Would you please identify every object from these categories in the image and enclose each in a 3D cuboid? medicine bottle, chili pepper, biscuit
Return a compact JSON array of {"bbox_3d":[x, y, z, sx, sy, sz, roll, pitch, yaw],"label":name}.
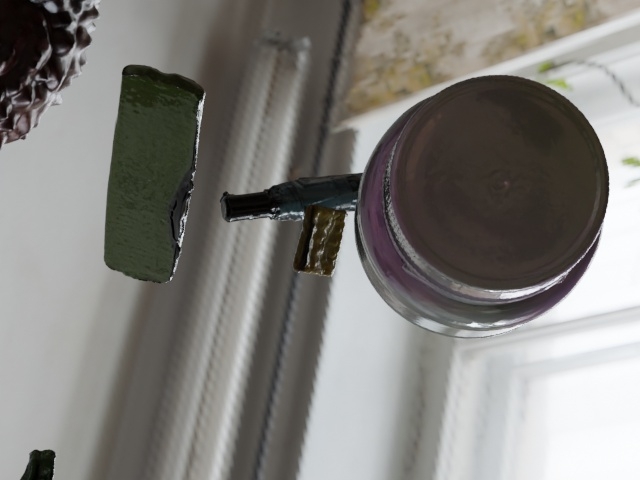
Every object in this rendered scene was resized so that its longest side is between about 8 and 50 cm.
[{"bbox_3d":[0.156,-0.031,1.504,0.302,0.241,0.241,95,164,-83],"label":"medicine bottle"},{"bbox_3d":[-0.182,0.170,0.860,0.035,0.055,0.118,23,-97,-9],"label":"chili pepper"},{"bbox_3d":[0.000,0.000,1.825,0.081,0.018,0.083,8,-83,-56],"label":"biscuit"},{"bbox_3d":[-0.185,-0.066,1.703,0.322,0.099,0.038,104,-175,-48],"label":"biscuit"}]

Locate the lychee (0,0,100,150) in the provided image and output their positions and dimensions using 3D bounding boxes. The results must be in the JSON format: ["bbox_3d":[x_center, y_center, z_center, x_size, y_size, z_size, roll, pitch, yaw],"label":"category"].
[{"bbox_3d":[-0.444,-0.274,1.698,0.424,0.500,0.425,-5,-77,-22],"label":"lychee"}]

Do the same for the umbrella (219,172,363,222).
[{"bbox_3d":[0.000,-0.051,1.878,0.250,0.053,0.052,-8,-68,-23],"label":"umbrella"}]
